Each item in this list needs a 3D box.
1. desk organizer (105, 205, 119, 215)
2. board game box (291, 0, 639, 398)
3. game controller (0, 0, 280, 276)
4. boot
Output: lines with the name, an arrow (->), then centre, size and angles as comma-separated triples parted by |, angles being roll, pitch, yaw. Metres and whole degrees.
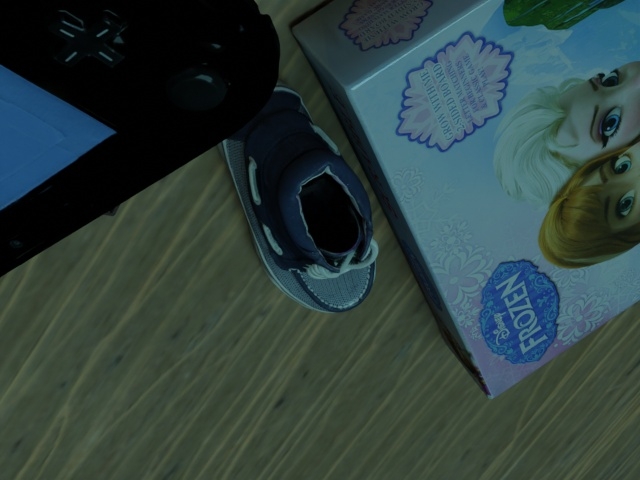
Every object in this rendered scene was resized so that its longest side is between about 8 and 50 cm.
desk organizer -> -0.147, -0.053, 0.584 | 0.130, 0.050, 0.047 | 12, 120, -41
board game box -> 0.179, -0.087, 0.762 | 0.318, 0.066, 0.318 | -34, 139, -3
game controller -> -0.172, -0.035, 0.488 | 0.319, 0.067, 0.166 | -28, 148, 32
boot -> 0.000, 0.000, 0.705 | 0.069, 0.086, 0.190 | -34, 139, -3
